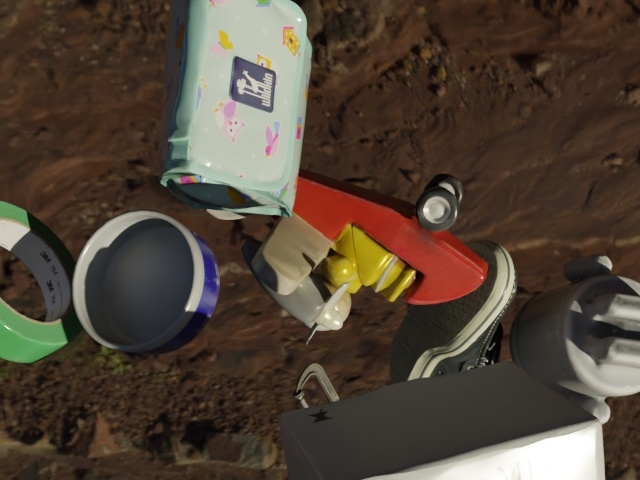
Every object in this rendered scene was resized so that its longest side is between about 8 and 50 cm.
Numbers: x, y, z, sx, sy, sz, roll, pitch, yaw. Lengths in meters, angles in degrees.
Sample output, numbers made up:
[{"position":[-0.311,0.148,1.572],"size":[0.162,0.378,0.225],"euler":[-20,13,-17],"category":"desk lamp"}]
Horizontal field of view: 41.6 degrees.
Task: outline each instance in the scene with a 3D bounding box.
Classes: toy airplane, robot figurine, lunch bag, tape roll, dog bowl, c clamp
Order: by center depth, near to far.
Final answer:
[{"position":[-0.098,-0.151,0.929],"size":[0.160,0.262,0.224],"euler":[6,84,8],"category":"lunch bag"},{"position":[0.000,0.000,1.239],"size":[0.384,0.385,0.273],"euler":[35,117,50],"category":"toy airplane"},{"position":[0.456,0.171,1.459],"size":[0.199,0.353,0.300],"euler":[13,75,-10],"category":"robot figurine"},{"position":[-0.328,0.080,1.588],"size":[0.264,0.104,0.265],"euler":[-5,75,18],"category":"dog bowl"},{"position":[-0.591,0.076,1.622],"size":[0.077,0.321,0.321],"euler":[-34,76,19],"category":"tape roll"},{"position":[-0.011,0.332,1.680],"size":[0.022,0.137,0.161],"euler":[-4,117,44],"category":"c clamp"}]

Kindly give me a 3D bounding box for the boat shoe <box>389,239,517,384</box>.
[{"position":[0.261,0.155,1.549],"size":[0.155,0.500,0.187],"euler":[3,58,-11],"category":"boat shoe"}]

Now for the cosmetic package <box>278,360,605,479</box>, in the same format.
[{"position":[0.117,0.359,0.729],"size":[0.229,0.161,0.454],"euler":[-11,102,-13],"category":"cosmetic package"}]
